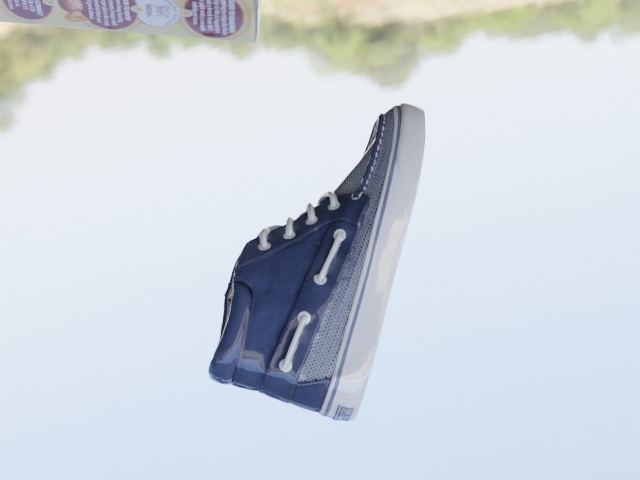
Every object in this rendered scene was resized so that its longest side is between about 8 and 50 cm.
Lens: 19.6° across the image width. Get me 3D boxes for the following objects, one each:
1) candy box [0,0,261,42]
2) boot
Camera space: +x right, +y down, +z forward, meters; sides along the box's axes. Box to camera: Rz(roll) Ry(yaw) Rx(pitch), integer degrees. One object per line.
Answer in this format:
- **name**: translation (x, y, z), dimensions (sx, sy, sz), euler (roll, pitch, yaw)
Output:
- **candy box**: translation (-0.196, -0.261, 1.424), dimensions (0.316, 0.183, 0.087), euler (5, 158, -1)
- **boot**: translation (0.000, 0.000, 1.020), dimensions (0.086, 0.190, 0.069), euler (16, 156, -3)
